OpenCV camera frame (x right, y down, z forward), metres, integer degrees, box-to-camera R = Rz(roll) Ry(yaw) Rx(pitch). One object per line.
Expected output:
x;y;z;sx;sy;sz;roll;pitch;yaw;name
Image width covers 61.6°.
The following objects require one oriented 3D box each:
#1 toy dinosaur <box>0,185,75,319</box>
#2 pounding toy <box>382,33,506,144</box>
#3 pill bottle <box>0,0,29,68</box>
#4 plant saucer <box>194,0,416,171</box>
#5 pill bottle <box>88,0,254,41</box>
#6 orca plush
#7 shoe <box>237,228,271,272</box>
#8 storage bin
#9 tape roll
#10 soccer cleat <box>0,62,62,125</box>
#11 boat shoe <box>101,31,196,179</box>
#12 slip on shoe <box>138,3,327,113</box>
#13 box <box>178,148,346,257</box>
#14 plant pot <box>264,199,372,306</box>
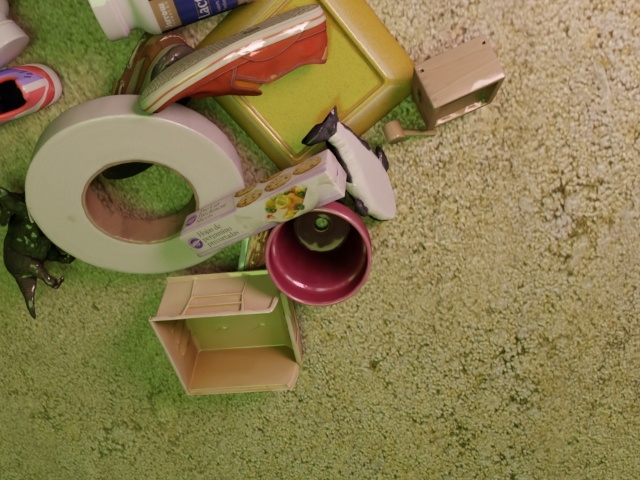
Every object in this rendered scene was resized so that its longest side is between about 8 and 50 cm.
-0.616;0.013;1.150;0.160;0.121;0.313;16;119;9;toy dinosaur
0.199;-0.256;0.964;0.206;0.181;0.094;-23;82;5;pounding toy
-0.640;-0.422;0.930;0.136;0.136;0.245;-36;107;17;pill bottle
-0.035;-0.304;0.980;0.333;0.081;0.333;-38;106;18;plant saucer
-0.240;-0.425;0.864;0.265;0.153;0.153;-22;111;-5;pill bottle
0.042;-0.125;1.014;0.102;0.287;0.151;0;73;34;orca plush
-0.129;0.045;1.146;0.081;0.063;0.178;10;111;2;shoe
-0.184;0.201;1.146;0.260;0.123;0.262;-4;131;5;storage bin
-0.337;-0.087;1.012;0.392;0.072;0.392;-7;136;-7;tape roll
-0.654;-0.252;1.016;0.318;0.116;0.108;-16;112;10;soccer cleat
-0.332;-0.254;1.009;0.324;0.122;0.120;-47;70;30;boat shoe
-0.134;-0.274;0.870;0.331;0.123;0.101;-25;122;-6;slip on shoe
-0.107;-0.059;0.949;0.324;0.067;0.063;-21;128;26;box
0.000;0.000;1.055;0.201;0.180;0.201;1;113;3;plant pot
